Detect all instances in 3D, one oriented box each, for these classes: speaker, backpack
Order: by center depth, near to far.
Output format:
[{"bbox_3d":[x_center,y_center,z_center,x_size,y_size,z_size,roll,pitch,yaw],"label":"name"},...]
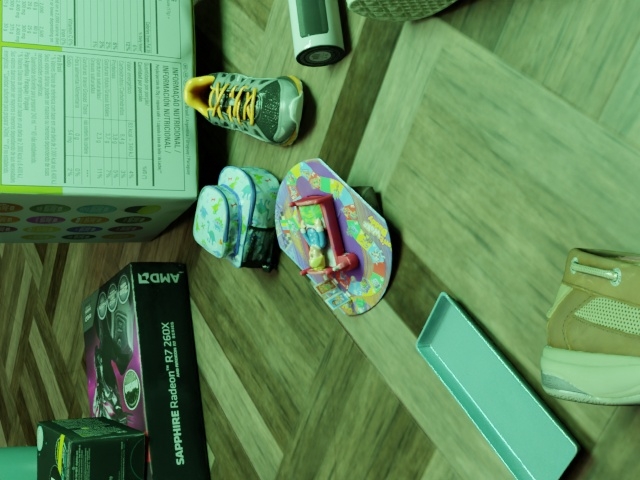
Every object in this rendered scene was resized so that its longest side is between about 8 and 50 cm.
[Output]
[{"bbox_3d":[-0.008,-0.262,0.956,0.055,0.055,0.136,-25,67,54],"label":"speaker"},{"bbox_3d":[-0.099,-0.032,1.060,0.105,0.084,0.114,32,113,51],"label":"backpack"}]

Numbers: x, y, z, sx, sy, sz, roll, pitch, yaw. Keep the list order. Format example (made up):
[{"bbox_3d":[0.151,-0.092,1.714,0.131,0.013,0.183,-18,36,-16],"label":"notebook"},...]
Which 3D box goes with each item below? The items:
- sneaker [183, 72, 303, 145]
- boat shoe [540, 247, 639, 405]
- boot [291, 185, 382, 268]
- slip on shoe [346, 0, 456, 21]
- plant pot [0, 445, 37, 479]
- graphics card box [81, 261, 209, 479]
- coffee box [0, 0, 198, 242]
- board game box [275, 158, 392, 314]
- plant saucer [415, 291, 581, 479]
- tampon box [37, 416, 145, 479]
[{"bbox_3d":[-0.092,-0.162,1.057,0.215,0.083,0.084,18,102,55],"label":"sneaker"},{"bbox_3d":[0.248,0.040,0.486,0.324,0.123,0.116,-6,81,56],"label":"boat shoe"},{"bbox_3d":[0.018,-0.011,0.926,0.114,0.037,0.106,18,106,52],"label":"boot"},{"bbox_3d":[0.124,-0.265,0.700,0.331,0.123,0.101,-5,81,62],"label":"slip on shoe"},{"bbox_3d":[-0.445,0.464,1.397,0.293,0.235,0.292,175,90,-78],"label":"plant pot"},{"bbox_3d":[-0.264,0.237,1.299,0.233,0.094,0.370,-30,63,53],"label":"graphics card box"},{"bbox_3d":[-0.370,-0.187,1.223,0.338,0.335,0.338,156,113,-66],"label":"coffee box"},{"bbox_3d":[0.000,0.000,0.899,0.168,0.033,0.133,45,134,24],"label":"board game box"},{"bbox_3d":[0.145,0.126,0.735,0.192,0.018,0.067,54,132,45],"label":"plant saucer"},{"bbox_3d":[-0.318,0.314,1.199,0.161,0.101,0.120,-4,85,57],"label":"tampon box"}]
